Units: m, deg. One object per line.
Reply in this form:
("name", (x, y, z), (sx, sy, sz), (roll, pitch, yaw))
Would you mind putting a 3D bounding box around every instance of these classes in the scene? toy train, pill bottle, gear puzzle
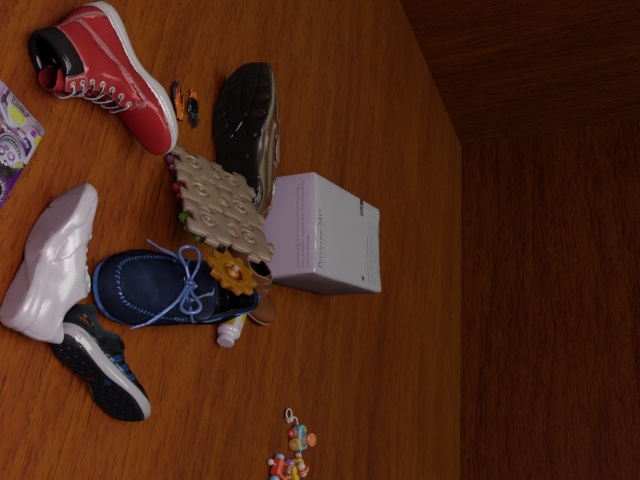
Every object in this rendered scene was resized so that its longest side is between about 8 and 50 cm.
("toy train", (-0.053, 0.436, 1.493), (0.166, 0.046, 0.125), (-74, 148, -42))
("pill bottle", (-0.163, 0.153, 1.325), (0.083, 0.044, 0.043), (-75, 148, -41))
("gear puzzle", (-0.162, -0.023, 1.178), (0.176, 0.044, 0.338), (24, 28, -35))

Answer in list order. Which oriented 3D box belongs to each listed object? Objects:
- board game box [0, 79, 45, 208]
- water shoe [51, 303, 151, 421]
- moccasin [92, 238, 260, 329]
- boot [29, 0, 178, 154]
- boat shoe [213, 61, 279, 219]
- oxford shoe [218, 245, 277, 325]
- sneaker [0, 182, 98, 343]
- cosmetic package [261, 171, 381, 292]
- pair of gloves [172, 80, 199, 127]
("board game box", (-0.450, -0.166, 0.755), (0.346, 0.056, 0.208), (58, 37, -44))
("water shoe", (-0.286, 0.170, 0.999), (0.080, 0.073, 0.203), (-75, 149, -46))
("moccasin", (-0.211, 0.067, 1.145), (0.342, 0.117, 0.137), (8, 76, -66))
("boot", (-0.311, -0.203, 1.041), (0.244, 0.089, 0.176), (62, 30, -24))
("boat shoe", (-0.137, -0.182, 1.412), (0.120, 0.123, 0.323), (35, 60, -67))
("oxford shoe", (-0.122, 0.089, 1.402), (0.076, 0.076, 0.212), (-75, 150, -45))
("sneaker", (-0.327, 0.030, 0.930), (0.094, 0.080, 0.212), (41, 55, -41))
("cosmetic package", (0.000, 0.000, 1.607), (0.385, 0.156, 0.217), (19, 68, -66))
("pair of gloves", (-0.243, -0.244, 1.301), (0.083, 0.010, 0.074), (18, 65, -68))
